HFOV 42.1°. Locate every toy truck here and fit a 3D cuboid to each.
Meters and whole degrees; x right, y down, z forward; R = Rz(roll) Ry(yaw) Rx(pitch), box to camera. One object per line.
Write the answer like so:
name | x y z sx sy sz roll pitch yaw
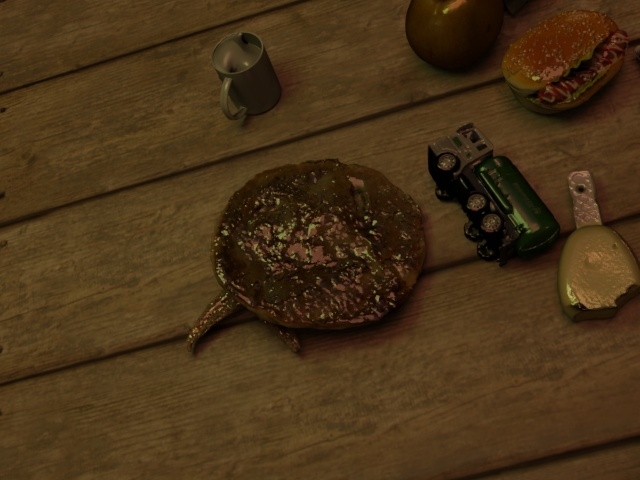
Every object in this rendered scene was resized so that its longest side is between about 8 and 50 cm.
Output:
toy truck | 0.273 -0.072 1.335 0.125 0.101 0.242 -28 62 -6

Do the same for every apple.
apple | 0.239 -0.404 1.480 0.182 0.155 0.182 -6 68 15

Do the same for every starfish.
starfish | -0.097 0.086 1.374 0.231 0.048 0.295 30 71 28

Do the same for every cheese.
cheese | 0.423 0.000 1.283 0.127 0.050 0.255 -6 62 12

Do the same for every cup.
cup | -0.150 -0.299 1.545 0.136 0.133 0.099 -41 61 -8

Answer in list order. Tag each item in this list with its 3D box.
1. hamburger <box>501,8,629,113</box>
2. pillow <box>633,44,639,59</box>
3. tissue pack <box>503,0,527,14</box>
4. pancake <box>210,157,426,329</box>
hamburger | 0.415 -0.308 1.411 0.210 0.116 0.173 -38 58 -7
pillow | 0.580 -0.280 1.390 0.091 0.055 0.135 -24 50 39
tissue pack | 0.379 -0.542 1.548 0.229 0.145 0.159 -50 30 -12
pancake | 0.000 -0.001 1.360 0.356 0.065 0.356 0 59 1
